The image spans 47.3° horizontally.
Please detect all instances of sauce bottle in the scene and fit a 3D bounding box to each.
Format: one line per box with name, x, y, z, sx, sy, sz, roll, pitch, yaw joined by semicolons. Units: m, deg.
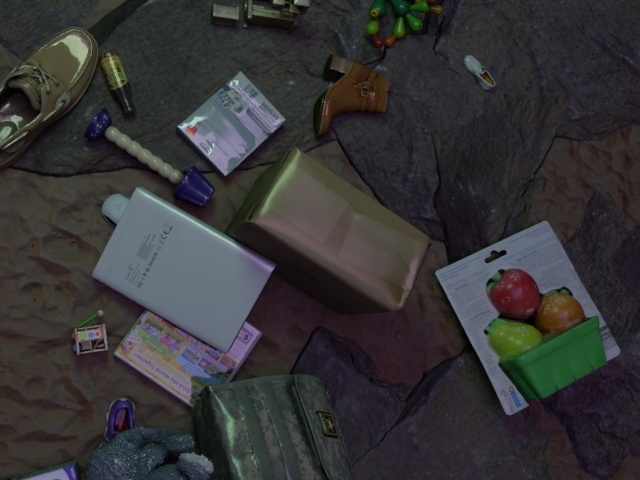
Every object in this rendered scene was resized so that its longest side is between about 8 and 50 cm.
sauce bottle;-0.412;-0.322;1.495;0.042;0.042;0.128;-23;89;-18

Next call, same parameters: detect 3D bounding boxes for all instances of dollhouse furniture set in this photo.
dollhouse furniture set;-0.127;-0.523;1.540;0.182;0.161;0.101;3;83;-17

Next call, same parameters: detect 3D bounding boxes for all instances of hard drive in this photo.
hard drive;-0.267;0.058;1.428;0.308;0.040;0.203;30;99;1

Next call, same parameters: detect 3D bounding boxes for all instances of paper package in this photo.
paper package;0.000;0.000;1.439;0.325;0.309;0.168;32;74;-11

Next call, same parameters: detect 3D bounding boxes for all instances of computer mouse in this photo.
computer mouse;-0.357;-0.022;1.477;0.193;0.042;0.106;38;76;-9

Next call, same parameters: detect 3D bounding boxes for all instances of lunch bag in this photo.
lunch bag;-0.075;0.390;1.415;0.287;0.169;0.235;-2;58;-32

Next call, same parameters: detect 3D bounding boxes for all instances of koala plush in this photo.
koala plush;-0.291;0.448;1.315;0.203;0.221;0.196;34;74;-48

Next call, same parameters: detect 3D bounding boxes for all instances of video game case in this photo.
video game case;-0.266;0.208;1.486;0.227;0.026;0.206;37;75;-10

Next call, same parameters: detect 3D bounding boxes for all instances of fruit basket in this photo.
fruit basket;0.468;0.169;1.664;0.327;0.165;0.353;-24;75;-18

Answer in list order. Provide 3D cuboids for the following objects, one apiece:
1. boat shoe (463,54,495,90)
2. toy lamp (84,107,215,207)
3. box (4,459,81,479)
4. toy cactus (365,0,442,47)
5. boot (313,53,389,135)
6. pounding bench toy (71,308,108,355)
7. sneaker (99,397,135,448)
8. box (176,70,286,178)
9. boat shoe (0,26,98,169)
boat shoe;0.381;-0.403;1.742;0.035;0.035;0.100;-38;95;-17
toy lamp;-0.339;-0.162;1.480;0.275;0.080;0.080;35;75;-11
box;-0.509;0.491;1.357;0.137;0.072;0.126;-13;87;-17
toy cactus;0.169;-0.551;1.672;0.219;0.112;0.180;-38;85;-8
boot;0.071;-0.305;1.623;0.152;0.073;0.197;17;82;-18
pounding bench toy;-0.450;0.177;1.421;0.065;0.052;0.083;-7;86;-17
sneaker;-0.392;0.389;1.404;0.068;0.071;0.169;4;83;-16
box;-0.188;-0.246;1.555;0.145;0.038;0.186;46;73;-7
boat shoe;-0.549;-0.283;1.414;0.122;0.110;0.341;35;76;-10
